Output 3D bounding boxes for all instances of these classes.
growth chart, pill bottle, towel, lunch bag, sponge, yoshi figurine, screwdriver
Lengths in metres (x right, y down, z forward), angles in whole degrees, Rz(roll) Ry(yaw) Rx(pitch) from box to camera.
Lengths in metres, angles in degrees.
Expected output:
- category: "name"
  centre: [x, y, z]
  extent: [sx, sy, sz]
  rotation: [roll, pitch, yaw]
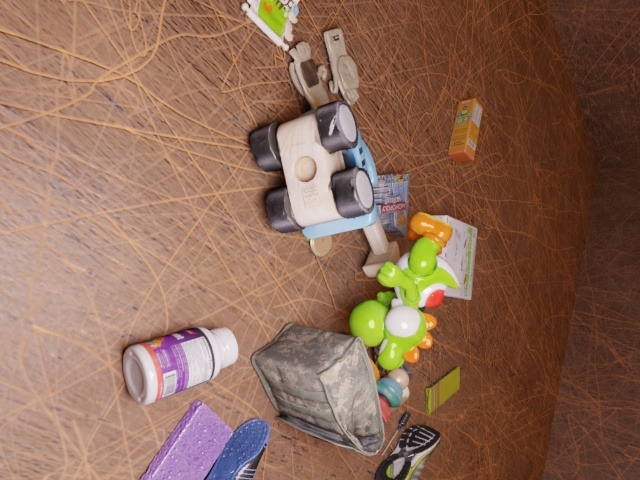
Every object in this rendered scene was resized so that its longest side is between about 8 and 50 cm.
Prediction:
- category: "growth chart"
  centre: [-0.106, -0.586, 1.061]
  extent: [0.171, 0.021, 0.238]
  rotation: [19, 78, -46]
- category: "pill bottle"
  centre: [-0.257, 0.225, 0.854]
  extent: [0.193, 0.108, 0.108]
  rotation: [-9, 97, -46]
- category: "towel"
  centre: [0.455, 0.551, 1.679]
  extent: [0.237, 0.021, 0.102]
  rotation: [-12, 105, -47]
- category: "lunch bag"
  centre: [0.005, 0.357, 1.039]
  extent: [0.169, 0.235, 0.287]
  rotation: [-37, 116, -38]
- category: "sponge"
  centre: [-0.271, 0.441, 0.899]
  extent: [0.210, 0.031, 0.117]
  rotation: [-56, 128, -31]
- category: "yoshi figurine"
  centre: [0.178, 0.117, 1.086]
  extent: [0.203, 0.203, 0.363]
  rotation: [26, 80, -28]
- category: "screwdriver"
  centre: [0.243, 0.622, 1.453]
  extent: [0.025, 0.024, 0.170]
  rotation: [43, 59, -5]

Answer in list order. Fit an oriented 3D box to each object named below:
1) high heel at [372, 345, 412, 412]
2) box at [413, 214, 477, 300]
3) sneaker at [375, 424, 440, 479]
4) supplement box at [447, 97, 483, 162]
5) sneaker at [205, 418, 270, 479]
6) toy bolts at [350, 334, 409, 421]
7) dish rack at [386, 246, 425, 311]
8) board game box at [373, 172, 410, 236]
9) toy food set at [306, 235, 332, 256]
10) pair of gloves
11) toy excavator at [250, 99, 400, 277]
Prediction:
- category: "high heel"
  centre: [0.190, 0.399, 1.369]
  extent: [0.093, 0.186, 0.261]
  rotation: [-7, 131, -23]
- category: "box"
  centre: [0.429, 0.063, 1.561]
  extent: [0.231, 0.126, 0.262]
  rotation: [12, 82, -45]
- category: "sneaker"
  centre: [0.285, 0.713, 1.455]
  extent: [0.299, 0.111, 0.121]
  rotation: [-28, 121, -37]
- category: "supplement box"
  centre: [0.550, -0.417, 1.715]
  extent: [0.080, 0.078, 0.234]
  rotation: [29, 69, -40]
- category: "sneaker"
  centre: [-0.183, 0.497, 0.969]
  extent: [0.232, 0.081, 0.091]
  rotation: [-49, 148, -42]
- category: "toy bolts"
  centre: [0.138, 0.331, 1.158]
  extent: [0.228, 0.218, 0.158]
  rotation: [50, 55, 2]
- category: "dish rack"
  centre: [0.245, 0.143, 1.317]
  extent: [0.272, 0.074, 0.208]
  rotation: [-81, -173, -49]
- category: "board game box"
  centre: [0.201, -0.101, 1.366]
  extent: [0.194, 0.060, 0.194]
  rotation: [-13, 99, -46]
- category: "toy food set"
  centre: [0.000, 0.000, 1.184]
  extent: [0.083, 0.020, 0.083]
  rotation: [-41, 119, -38]
- category: "pair of gloves"
  centre: [0.014, -0.424, 1.176]
  extent: [0.240, 0.042, 0.204]
  rotation: [-44, 118, -39]
- category: "toy excavator"
  centre: [0.074, -0.098, 1.133]
  extent: [0.445, 0.222, 0.434]
  rotation: [-14, 91, -62]
